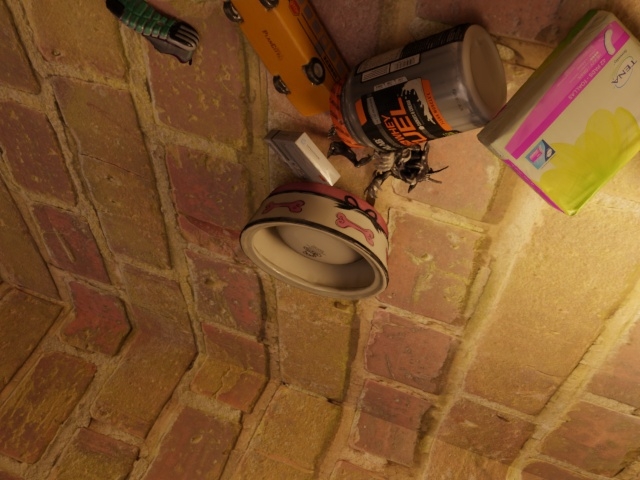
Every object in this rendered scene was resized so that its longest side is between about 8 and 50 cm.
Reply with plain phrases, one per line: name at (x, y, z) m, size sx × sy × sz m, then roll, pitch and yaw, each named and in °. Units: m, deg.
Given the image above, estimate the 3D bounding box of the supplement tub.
supplement tub at (0.185, -0.287, 1.285) m, size 0.316 × 0.193 × 0.193 m, roll -10°, pitch 131°, yaw 39°

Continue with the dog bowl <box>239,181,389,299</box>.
dog bowl at (0.000, 0.000, 1.734) m, size 0.408 × 0.150 × 0.408 m, roll 15°, pitch 154°, yaw 7°

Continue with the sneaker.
sneaker at (-0.391, -0.476, 1.499) m, size 0.223 × 0.083 × 0.098 m, roll 29°, pitch 149°, yaw -4°

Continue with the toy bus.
toy bus at (-0.062, -0.410, 1.335) m, size 0.108 × 0.130 × 0.333 m, roll -7°, pitch 132°, yaw 38°

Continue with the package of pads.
package of pads at (0.464, -0.216, 1.154) m, size 0.229 × 0.101 × 0.296 m, roll 38°, pitch 101°, yaw -17°

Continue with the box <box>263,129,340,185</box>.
box at (-0.048, -0.204, 1.590) m, size 0.145 × 0.038 × 0.186 m, roll 48°, pitch 168°, yaw -27°

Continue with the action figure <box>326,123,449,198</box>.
action figure at (0.145, -0.174, 1.495) m, size 0.275 × 0.141 × 0.164 m, roll 23°, pitch 142°, yaw 9°
